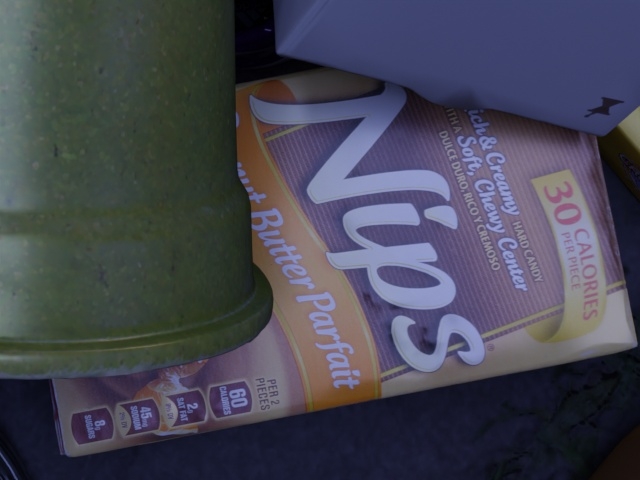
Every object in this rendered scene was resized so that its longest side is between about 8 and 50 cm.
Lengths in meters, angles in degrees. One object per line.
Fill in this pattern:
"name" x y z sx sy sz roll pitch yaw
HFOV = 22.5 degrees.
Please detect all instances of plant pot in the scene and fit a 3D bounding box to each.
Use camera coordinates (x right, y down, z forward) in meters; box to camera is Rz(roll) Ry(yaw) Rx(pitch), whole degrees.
"plant pot" -0.140 -0.105 0.698 0.276 0.276 0.254 6 103 -8

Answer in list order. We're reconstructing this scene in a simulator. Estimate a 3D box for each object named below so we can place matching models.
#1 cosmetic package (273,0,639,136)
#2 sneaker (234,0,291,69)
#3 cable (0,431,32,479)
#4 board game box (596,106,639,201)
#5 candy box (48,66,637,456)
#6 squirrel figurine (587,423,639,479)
"cosmetic package" 0.082 -0.256 0.809 0.196 0.155 0.366 9 58 -27
"sneaker" -0.103 -0.124 0.911 0.223 0.098 0.083 -18 89 -10
"cable" -0.126 0.198 0.920 0.287 0.072 0.139 26 99 6
"board game box" 0.265 -0.130 0.985 0.242 0.064 0.316 -42 93 -9
"candy box" 0.000 0.000 0.895 0.316 0.087 0.183 -11 89 3
"squirrel figurine" 0.366 0.208 0.875 0.370 0.281 0.397 38 87 -12
